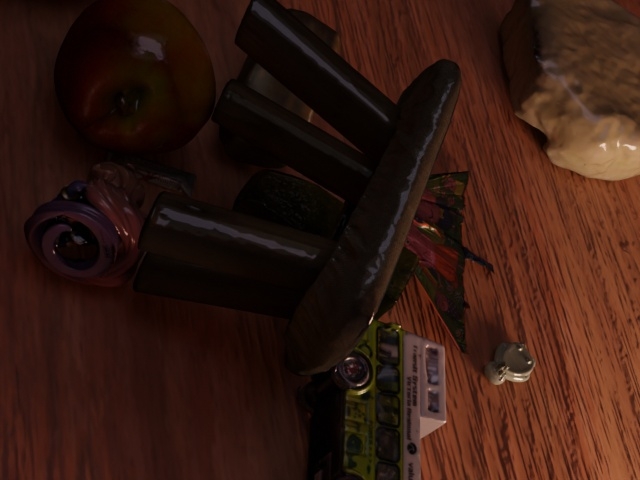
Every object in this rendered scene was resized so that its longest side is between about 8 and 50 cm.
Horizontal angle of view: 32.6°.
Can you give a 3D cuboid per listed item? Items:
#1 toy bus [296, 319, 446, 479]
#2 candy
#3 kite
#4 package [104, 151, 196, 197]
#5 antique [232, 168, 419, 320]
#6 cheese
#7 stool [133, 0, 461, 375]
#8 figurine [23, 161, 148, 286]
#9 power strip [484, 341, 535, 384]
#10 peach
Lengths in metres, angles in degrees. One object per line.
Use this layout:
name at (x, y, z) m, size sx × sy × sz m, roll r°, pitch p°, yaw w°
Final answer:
toy bus at (0.052, 0.233, 1.160) m, size 0.139 × 0.113 × 0.301 m, roll 16°, pitch 57°, yaw -20°
candy at (-0.051, -0.193, 1.378) m, size 0.104 × 0.102 × 0.234 m, roll 28°, pitch 53°, yaw -11°
kite at (0.140, -0.009, 1.382) m, size 0.234 × 0.016 × 0.321 m, roll 33°, pitch 41°, yaw -25°
package at (-0.198, -0.080, 1.279) m, size 0.110 × 0.015 × 0.037 m, roll 17°, pitch 54°, yaw -17°
antique at (0.000, 0.000, 1.294) m, size 0.221 × 0.081 × 0.080 m, roll 37°, pitch 49°, yaw -3°
cheese at (0.406, -0.244, 1.658) m, size 0.326 × 0.115 × 0.318 m, roll 44°, pitch 50°, yaw 5°
stool at (-0.030, -0.048, 1.087) m, size 0.226 × 0.310 × 0.310 m, roll 23°, pitch 73°, yaw -6°
figurine at (-0.228, -0.023, 1.166) m, size 0.157 × 0.114 × 0.126 m, roll -49°, pitch 134°, yaw -48°
power strip at (0.239, 0.151, 1.360) m, size 0.083 × 0.035 × 0.055 m, roll -22°, pitch 73°, yaw -39°
peach at (-0.210, -0.191, 1.244) m, size 0.197 × 0.197 × 0.197 m, roll 14°, pitch 55°, yaw -21°
